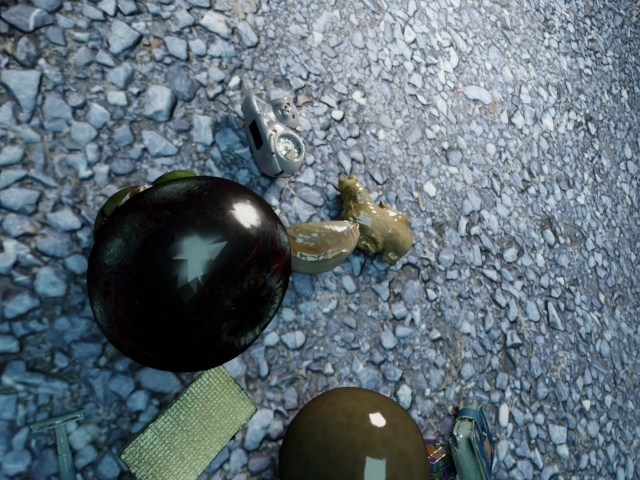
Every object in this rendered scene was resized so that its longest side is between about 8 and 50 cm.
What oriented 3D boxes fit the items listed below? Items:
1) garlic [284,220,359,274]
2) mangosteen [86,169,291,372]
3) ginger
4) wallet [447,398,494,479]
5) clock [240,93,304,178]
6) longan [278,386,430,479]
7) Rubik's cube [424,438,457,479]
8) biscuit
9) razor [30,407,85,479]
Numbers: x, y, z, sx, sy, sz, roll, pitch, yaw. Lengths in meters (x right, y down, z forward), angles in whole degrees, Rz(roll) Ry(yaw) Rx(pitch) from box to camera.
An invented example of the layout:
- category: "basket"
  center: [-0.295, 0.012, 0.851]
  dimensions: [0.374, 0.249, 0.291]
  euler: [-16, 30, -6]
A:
- category: "garlic"
  center: [-0.005, 0.014, 0.847]
  dimensions: [0.195, 0.087, 0.102]
  euler: [-7, 86, -16]
- category: "mangosteen"
  center: [-0.201, 0.042, 0.644]
  dimensions: [0.300, 0.300, 0.301]
  euler: [8, 74, -28]
- category: "ginger"
  center: [0.108, -0.043, 0.944]
  dimensions: [0.213, 0.074, 0.138]
  euler: [39, 57, -20]
- category: "wallet"
  center: [0.319, 0.424, 0.892]
  dimensions: [0.202, 0.059, 0.141]
  euler: [-4, 75, -66]
- category: "clock"
  center: [-0.078, -0.212, 0.877]
  dimensions: [0.117, 0.080, 0.176]
  euler: [-16, 84, -32]
- category: "longan"
  center: [0.053, 0.374, 0.706]
  dimensions: [0.257, 0.258, 0.258]
  euler: [8, 74, -28]
- category: "Rubik's cube"
  center: [0.221, 0.455, 0.868]
  dimensions: [0.093, 0.111, 0.111]
  euler: [28, 62, 9]
- category: "biscuit"
  center: [-0.207, 0.306, 0.697]
  dimensions: [0.199, 0.040, 0.121]
  euler: [-42, 97, -32]
- category: "razor"
  center: [-0.362, 0.316, 0.614]
  dimensions: [0.068, 0.040, 0.135]
  euler: [-9, 89, -30]
